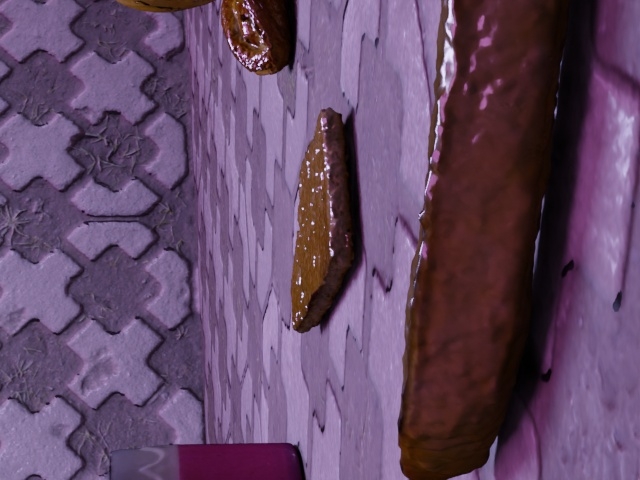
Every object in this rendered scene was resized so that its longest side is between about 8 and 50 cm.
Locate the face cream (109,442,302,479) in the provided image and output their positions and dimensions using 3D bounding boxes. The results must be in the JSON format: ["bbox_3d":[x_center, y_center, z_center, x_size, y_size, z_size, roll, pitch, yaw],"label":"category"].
[{"bbox_3d":[-0.120,0.296,1.361,0.175,0.195,0.175,179,90,-82],"label":"face cream"}]

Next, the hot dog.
[{"bbox_3d":[-0.065,-0.242,1.378,0.099,0.065,0.147,130,141,-62],"label":"hot dog"}]

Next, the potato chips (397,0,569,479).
[{"bbox_3d":[0.071,-0.051,0.565,0.080,0.057,0.407,-79,-8,-66],"label":"potato chips"}]

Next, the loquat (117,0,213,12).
[{"bbox_3d":[-0.174,-0.379,1.531,0.235,0.235,0.235,179,90,-81],"label":"loquat"}]

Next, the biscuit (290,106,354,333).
[{"bbox_3d":[-0.001,-0.009,1.121,0.237,0.026,0.131,113,156,-70],"label":"biscuit"}]
